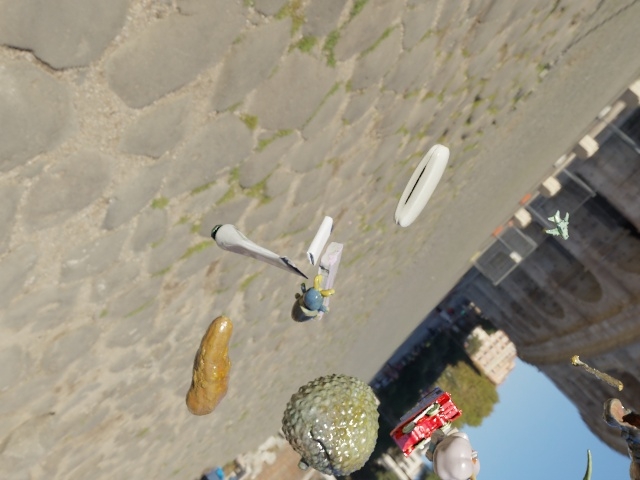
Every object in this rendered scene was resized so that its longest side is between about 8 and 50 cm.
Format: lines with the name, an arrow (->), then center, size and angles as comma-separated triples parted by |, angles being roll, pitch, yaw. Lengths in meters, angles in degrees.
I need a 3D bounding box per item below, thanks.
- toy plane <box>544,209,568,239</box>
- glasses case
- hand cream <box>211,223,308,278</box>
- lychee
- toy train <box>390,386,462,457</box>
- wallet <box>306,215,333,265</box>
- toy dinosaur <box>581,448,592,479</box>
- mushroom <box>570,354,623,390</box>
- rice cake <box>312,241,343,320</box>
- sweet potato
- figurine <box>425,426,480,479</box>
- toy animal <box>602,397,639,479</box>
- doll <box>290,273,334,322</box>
toy plane -> 0.622, -0.035, 1.611 | 0.080, 0.083, 0.033 | -37, -165, -13
glasses case -> 0.226, -0.121, 1.395 | 0.204, 0.051, 0.081 | -62, 157, 14
hand cream -> -0.180, 0.026, 1.715 | 0.121, 0.336, 0.076 | 41, 76, -50
lychee -> 0.030, 0.475, 1.612 | 0.274, 0.255, 0.255 | -48, 167, -11
toy train -> 0.295, 0.513, 1.766 | 0.204, 0.083, 0.131 | -35, -176, -5
wallet -> 0.000, 0.000, 1.601 | 0.061, 0.025, 0.122 | 74, 37, -53
toy dinosaur -> 0.642, 0.723, 1.634 | 0.301, 0.087, 0.447 | -108, -156, -86
mushroom -> 0.533, 0.255, 1.195 | 0.028, 0.026, 0.286 | -2, 179, 6
rice cake -> 0.014, 0.144, 2.093 | 0.106, 0.050, 0.298 | -57, 165, -47
sweet potato -> -0.268, 0.335, 1.515 | 0.095, 0.106, 0.355 | 7, 126, -19
figurine -> 0.316, 0.521, 1.503 | 0.137, 0.112, 0.229 | -65, -168, 1
toy animal -> 0.870, 0.540, 1.631 | 0.168, 0.343, 0.106 | -15, -153, 34
doll -> -0.021, 0.154, 1.588 | 0.089, 0.102, 0.179 | -35, 172, -46
